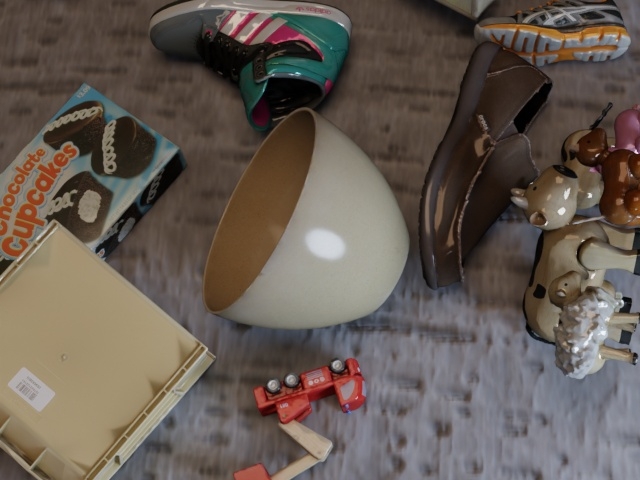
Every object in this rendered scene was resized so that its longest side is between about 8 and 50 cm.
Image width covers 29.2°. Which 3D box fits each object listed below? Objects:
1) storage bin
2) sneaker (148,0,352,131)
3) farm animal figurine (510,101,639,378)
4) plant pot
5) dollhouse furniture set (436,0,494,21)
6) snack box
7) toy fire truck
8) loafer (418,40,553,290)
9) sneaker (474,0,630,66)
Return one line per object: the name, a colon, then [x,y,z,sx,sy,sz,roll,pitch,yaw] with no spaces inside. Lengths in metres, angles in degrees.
storage bin: [-0.318,0.157,1.565,0.262,0.123,0.260,40,78,5]
sneaker: [-0.109,-0.243,1.741,0.296,0.123,0.178,2,58,8]
farm animal figurine: [0.318,-0.015,1.534,0.172,0.330,0.326,9,97,9]
plant pot: [0.000,0.000,1.564,0.191,0.284,0.284,26,70,-19]
dollhouse furniture set: [0.265,-0.545,1.708,0.362,0.256,0.394,32,67,18]
snack box: [-0.362,-0.048,1.723,0.187,0.060,0.322,35,76,19]
toy fire truck: [-0.025,0.238,1.563,0.192,0.047,0.135,-17,67,0]
loafer: [0.222,-0.100,1.622,0.130,0.134,0.365,14,70,14]
sneaker: [0.321,-0.298,1.725,0.215,0.084,0.083,1,65,-2]
